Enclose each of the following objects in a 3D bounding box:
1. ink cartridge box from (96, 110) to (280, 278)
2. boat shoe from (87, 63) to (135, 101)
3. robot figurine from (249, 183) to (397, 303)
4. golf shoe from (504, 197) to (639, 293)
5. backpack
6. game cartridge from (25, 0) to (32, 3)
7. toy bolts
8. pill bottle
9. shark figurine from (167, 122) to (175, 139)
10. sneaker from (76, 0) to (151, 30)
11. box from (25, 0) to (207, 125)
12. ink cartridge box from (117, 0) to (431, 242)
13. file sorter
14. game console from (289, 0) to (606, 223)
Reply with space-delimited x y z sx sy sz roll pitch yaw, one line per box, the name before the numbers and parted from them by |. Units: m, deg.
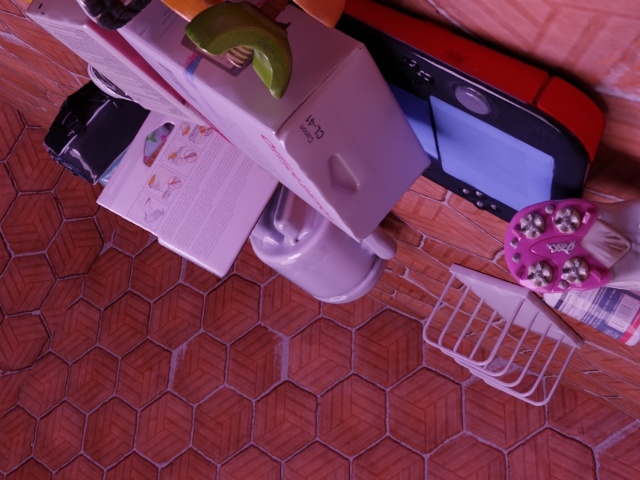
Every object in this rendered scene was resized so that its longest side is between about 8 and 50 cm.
ink cartridge box | -0.194 -0.113 1.456 0.238 0.275 0.060 30 172 -1
boat shoe | -0.306 -0.276 1.567 0.219 0.078 0.070 23 174 -12
robot figurine | 0.000 0.000 1.737 0.299 0.200 0.353 0 155 38
golf shoe | 0.348 0.001 0.890 0.306 0.115 0.140 3 -178 30
backpack | -0.439 -0.223 1.786 0.191 0.225 0.253 46 167 -34
game cartridge | -0.495 -0.437 1.297 0.323 0.053 0.285 24 170 28
toy bolts | -0.094 -0.266 0.755 0.228 0.158 0.218 28 -164 -35
pill bottle | 0.363 0.056 1.193 0.180 0.108 0.108 28 172 13
shark figurine | -0.232 -0.167 1.895 0.278 0.116 0.166 54 -171 -52
sneaker | -0.250 -0.352 0.773 0.182 0.158 0.410 36 168 23
box | -0.234 -0.272 1.154 0.148 0.127 0.232 21 169 40
ink cartridge box | -0.052 -0.162 0.972 0.306 0.131 0.226 37 173 36
file sorter | 0.371 0.201 1.811 0.192 0.173 0.277 21 169 46
game console | 0.143 -0.129 0.998 0.341 0.060 0.386 26 171 17
